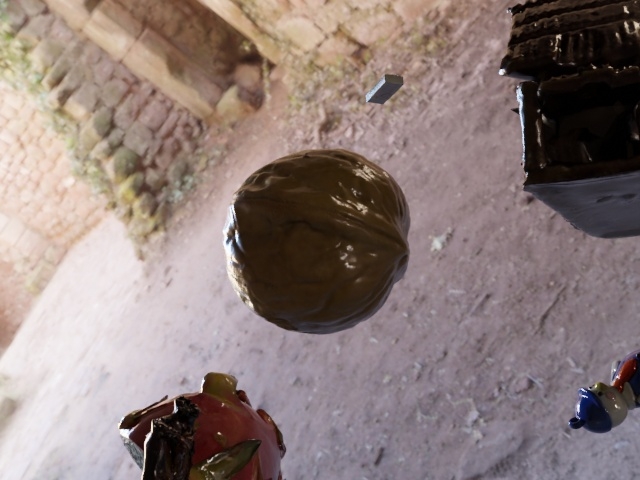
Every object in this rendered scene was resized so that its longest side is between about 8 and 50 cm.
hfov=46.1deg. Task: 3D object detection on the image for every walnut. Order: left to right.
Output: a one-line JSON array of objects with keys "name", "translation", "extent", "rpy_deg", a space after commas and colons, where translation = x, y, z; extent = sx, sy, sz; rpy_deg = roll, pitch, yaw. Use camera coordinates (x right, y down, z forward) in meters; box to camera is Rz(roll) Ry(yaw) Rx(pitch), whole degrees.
[{"name": "walnut", "translation": [0.000, 0.000, 0.867], "extent": [0.228, 0.228, 0.228], "rpy_deg": [-43, 24, 25]}]

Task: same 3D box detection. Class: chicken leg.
[{"name": "chicken leg", "translation": [-0.209, 0.321, 1.007], "extent": [0.063, 0.105, 0.234], "rpy_deg": [0, 69, 16]}]

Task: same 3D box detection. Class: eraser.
[{"name": "eraser", "translation": [0.115, -0.272, 1.356], "extent": [0.083, 0.038, 0.019], "rpy_deg": [141, 128, -63]}]

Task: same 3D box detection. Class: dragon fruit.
[{"name": "dragon fruit", "translation": [-0.173, 0.361, 1.282], "extent": [0.226, 0.305, 0.305], "rpy_deg": [-38, 14, -27]}]

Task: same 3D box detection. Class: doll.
[{"name": "doll", "translation": [0.299, 0.143, 0.722], "extent": [0.143, 0.057, 0.099], "rpy_deg": [-29, 13, -8]}]

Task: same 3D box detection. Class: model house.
[{"name": "model house", "translation": [0.359, -0.172, 0.798], "extent": [0.317, 0.297, 0.282], "rpy_deg": [-8, 72, 17]}]

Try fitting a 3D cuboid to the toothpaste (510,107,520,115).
[{"name": "toothpaste", "translation": [0.336, -0.193, 1.173], "extent": [0.027, 0.083, 0.019], "rpy_deg": [1, 76, 62]}]
